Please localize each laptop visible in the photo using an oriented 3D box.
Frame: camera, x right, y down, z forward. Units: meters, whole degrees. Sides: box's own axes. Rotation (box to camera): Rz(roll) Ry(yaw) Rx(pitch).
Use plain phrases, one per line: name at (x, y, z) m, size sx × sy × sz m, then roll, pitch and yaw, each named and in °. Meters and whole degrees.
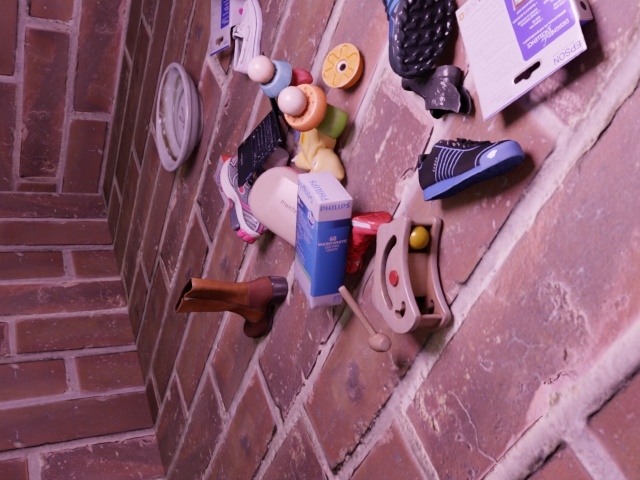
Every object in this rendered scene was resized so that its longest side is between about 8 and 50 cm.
laptop at (-0.179, -0.315, 1.636) m, size 0.264 × 0.136 × 0.234 m, roll -44°, pitch 28°, yaw 21°

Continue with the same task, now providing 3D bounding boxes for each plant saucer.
plant saucer at (-0.517, -0.455, 2.342) m, size 0.400 × 0.100 × 0.401 m, roll 5°, pitch 95°, yaw 60°

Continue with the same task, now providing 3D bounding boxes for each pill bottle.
pill bottle at (-0.134, -0.181, 1.691) m, size 0.078 × 0.078 × 0.137 m, roll 60°, pitch 140°, yaw 41°

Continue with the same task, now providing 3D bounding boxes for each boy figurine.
boy figurine at (-0.023, -0.233, 1.483) m, size 0.177 × 0.092 × 0.285 m, roll -56°, pitch 41°, yaw 41°

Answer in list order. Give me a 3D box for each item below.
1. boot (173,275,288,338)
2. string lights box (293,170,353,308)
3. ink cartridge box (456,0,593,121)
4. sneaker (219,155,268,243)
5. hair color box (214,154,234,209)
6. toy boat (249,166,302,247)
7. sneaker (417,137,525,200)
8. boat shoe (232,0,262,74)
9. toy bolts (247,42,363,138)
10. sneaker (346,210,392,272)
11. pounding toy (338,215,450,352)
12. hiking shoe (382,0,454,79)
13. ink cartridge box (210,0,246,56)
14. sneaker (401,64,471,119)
boot at (-0.256, 0.192, 1.707) m, size 0.264 × 0.280 × 0.096 m, roll -52°, pitch 47°, yaw 48°
string lights box at (0.000, 0.000, 1.327) m, size 0.133 × 0.076 × 0.260 m, roll -122°, pitch 30°, yaw -52°
ink cartridge box at (0.303, -0.316, 0.945) m, size 0.206 × 0.045 × 0.208 m, roll -34°, pitch 60°, yaw 56°
sneaker at (-0.200, -0.130, 1.797) m, size 0.112 × 0.121 × 0.299 m, roll -36°, pitch 54°, yaw 21°
hair color box at (-0.283, -0.182, 1.980) m, size 0.167 × 0.053 × 0.093 m, roll 60°, pitch 139°, yaw 39°
toy boat at (-0.054, -0.074, 1.498) m, size 0.231 × 0.151 × 0.151 m, roll 36°, pitch 95°, yaw 16°
sneaker at (0.234, -0.135, 1.035) m, size 0.232 × 0.081 × 0.091 m, roll -25°, pitch 76°, yaw 60°
boat shoe at (-0.218, -0.601, 1.832) m, size 0.083 × 0.075 × 0.226 m, roll -5°, pitch 86°, yaw 60°
toy bolts at (-0.045, -0.357, 1.363) m, size 0.228 × 0.158 × 0.218 m, roll 31°, pitch 99°, yaw 39°
sneaker at (0.091, 0.006, 1.314) m, size 0.221 × 0.087 × 0.128 m, roll -166°, pitch 68°, yaw -72°
pounding toy at (0.135, 0.088, 1.140) m, size 0.154 × 0.154 × 0.270 m, roll -159°, pitch 71°, yaw -63°
hiking shoe at (0.167, -0.427, 1.134) m, size 0.132 × 0.113 × 0.304 m, roll 167°, pitch 113°, yaw -68°
ink cartridge box at (-0.290, -0.775, 1.969) m, size 0.175 × 0.069 × 0.371 m, roll 8°, pitch 95°, yaw 60°
sneaker at (0.201, -0.259, 1.121) m, size 0.170 × 0.051 × 0.089 m, roll 4°, pitch 90°, yaw 57°
